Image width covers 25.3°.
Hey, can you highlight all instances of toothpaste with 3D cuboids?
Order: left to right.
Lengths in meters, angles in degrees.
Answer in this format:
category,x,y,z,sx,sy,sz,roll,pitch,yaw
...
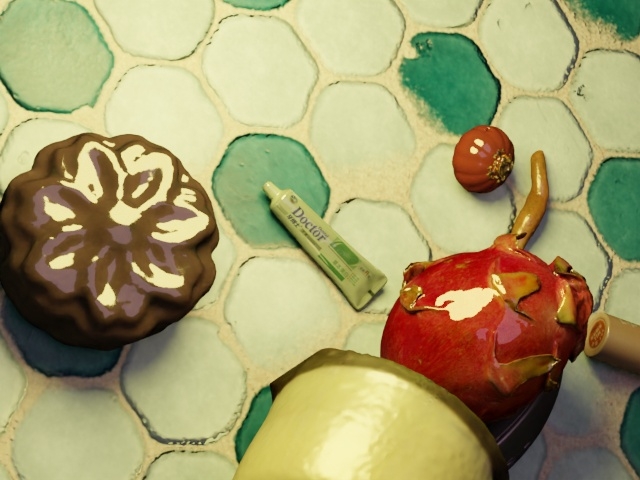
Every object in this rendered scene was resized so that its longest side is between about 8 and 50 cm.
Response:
category,x,y,z,sx,sy,sz,roll,pitch,yaw
toothpaste,0.000,0.000,1.957,0.218,0.041,0.064,46,78,-8

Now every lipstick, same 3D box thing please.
category,x,y,z,sx,sy,sz,roll,pitch,yaw
lipstick,0.512,0.177,2.094,0.254,0.070,0.070,20,71,-16

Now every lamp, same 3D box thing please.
category,x,y,z,sx,sy,sz,roll,pitch,yaw
lamp,0.234,-0.116,2.049,0.101,0.090,0.101,-15,114,-37

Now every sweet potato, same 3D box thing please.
category,x,y,z,sx,sy,sz,roll,pitch,yaw
sweet potato,0.312,-0.054,2.093,0.044,0.044,0.179,24,71,-14

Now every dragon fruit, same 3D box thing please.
category,x,y,z,sx,sy,sz,roll,pitch,yaw
dragon fruit,0.202,0.126,1.887,0.250,0.315,0.250,50,27,-38

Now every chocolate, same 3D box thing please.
category,x,y,z,sx,sy,sz,roll,pitch,yaw
chocolate,0.023,0.331,1.703,0.314,0.326,0.297,47,53,-7

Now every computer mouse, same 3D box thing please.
category,x,y,z,sx,sy,sz,roll,pitch,yaw
computer mouse,0.279,0.245,1.966,0.057,0.120,0.232,29,63,22

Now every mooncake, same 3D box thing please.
category,x,y,z,sx,sy,sz,roll,pitch,yaw
mooncake,-0.267,-0.003,1.798,0.283,0.141,0.283,5,74,-18
